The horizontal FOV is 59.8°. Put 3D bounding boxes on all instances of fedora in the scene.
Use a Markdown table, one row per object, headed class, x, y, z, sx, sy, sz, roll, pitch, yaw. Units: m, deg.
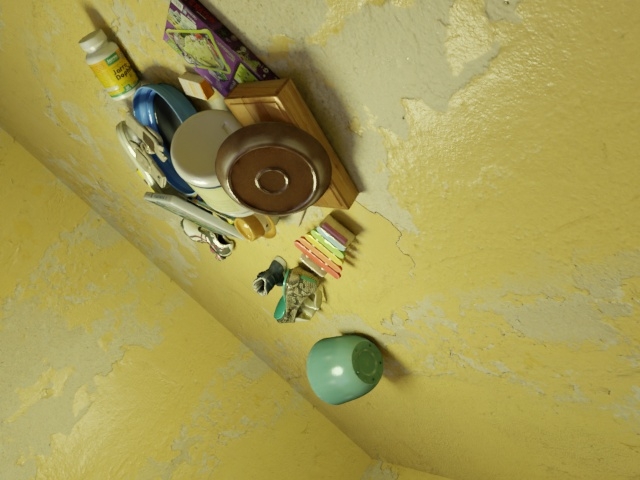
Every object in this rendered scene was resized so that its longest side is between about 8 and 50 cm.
| class | x | y | z | sx | sy | sz | roll | pitch | yaw |
| --- | --- | --- | --- | --- | --- | --- | --- | --- | --- |
| fedora | -0.244 | -0.056 | 1.958 | 0.194 | 0.079 | 0.194 | 31 | 154 | 17 |

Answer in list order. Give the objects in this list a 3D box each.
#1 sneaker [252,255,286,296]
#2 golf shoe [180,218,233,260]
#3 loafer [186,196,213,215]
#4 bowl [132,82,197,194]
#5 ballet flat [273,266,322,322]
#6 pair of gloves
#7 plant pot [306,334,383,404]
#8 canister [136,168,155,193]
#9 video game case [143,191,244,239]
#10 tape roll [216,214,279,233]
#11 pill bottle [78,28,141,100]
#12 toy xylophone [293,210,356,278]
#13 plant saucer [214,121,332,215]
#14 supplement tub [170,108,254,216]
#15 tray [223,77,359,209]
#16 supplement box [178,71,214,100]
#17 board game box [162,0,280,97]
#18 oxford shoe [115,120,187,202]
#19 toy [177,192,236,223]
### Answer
| class | x | y | z | sx | sy | sz | roll | pitch | yaw |
| --- | --- | --- | --- | --- | --- | --- | --- | --- | --- |
| sneaker | -0.215 | 0.178 | 2.368 | 0.086 | 0.163 | 0.226 | 30 | 155 | 15 |
| golf shoe | -0.505 | -0.032 | 2.519 | 0.272 | 0.105 | 0.120 | 37 | 137 | -4 |
| loafer | -0.547 | -0.137 | 2.401 | 0.223 | 0.076 | 0.078 | 10 | 134 | 41 |
| bowl | -0.497 | -0.346 | 1.896 | 0.391 | 0.077 | 0.391 | 34 | 142 | 32 |
| ballet flat | -0.089 | 0.260 | 2.364 | 0.181 | 0.164 | 0.483 | 18 | 152 | -2 |
| pair of gloves | -0.601 | -0.321 | 1.949 | 0.204 | 0.042 | 0.240 | 43 | 148 | 15 |
| plant pot | 0.125 | 0.535 | 2.364 | 0.293 | 0.293 | 0.235 | 46 | 139 | -14 |
| canister | -0.698 | -0.260 | 2.367 | 0.170 | 0.073 | 0.126 | 56 | -169 | -26 |
| video game case | -0.483 | -0.097 | 2.140 | 0.329 | 0.036 | 0.300 | 29 | 170 | -35 |
| tape roll | -0.324 | -0.169 | 2.056 | 0.392 | 0.072 | 0.392 | 32 | 154 | 18 |
| pill bottle | -0.697 | -0.581 | 1.839 | 0.117 | 0.118 | 0.208 | 15 | 145 | 41 |
| toy xylophone | 0.000 | 0.000 | 1.881 | 0.236 | 0.081 | 0.323 | 35 | 154 | 10 |
| plant saucer | -0.124 | -0.168 | 1.460 | 0.310 | 0.050 | 0.311 | 0 | 135 | 0 |
| supplement tub | -0.283 | -0.218 | 1.678 | 0.235 | 0.235 | 0.325 | 31 | 170 | 18 |
| tray | -0.072 | -0.249 | 1.524 | 0.202 | 0.076 | 0.411 | 9 | 148 | 40 |
| supplement box | -0.375 | -0.467 | 1.682 | 0.098 | 0.036 | 0.062 | 23 | 150 | 30 |
| board game box | -0.271 | -0.488 | 1.501 | 0.347 | 0.056 | 0.208 | 43 | 150 | -7 |
| oxford shoe | -0.631 | -0.296 | 2.199 | 0.169 | 0.130 | 0.449 | -108 | -6 | -48 |
| toy | -0.398 | -0.131 | 2.052 | 0.237 | 0.056 | 0.137 | 30 | 177 | -2 |
